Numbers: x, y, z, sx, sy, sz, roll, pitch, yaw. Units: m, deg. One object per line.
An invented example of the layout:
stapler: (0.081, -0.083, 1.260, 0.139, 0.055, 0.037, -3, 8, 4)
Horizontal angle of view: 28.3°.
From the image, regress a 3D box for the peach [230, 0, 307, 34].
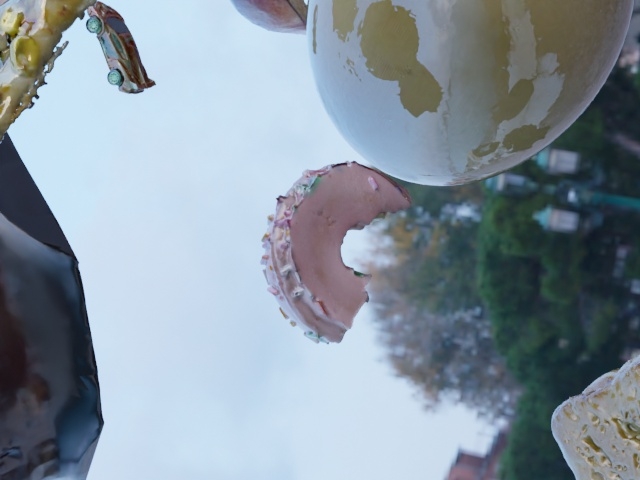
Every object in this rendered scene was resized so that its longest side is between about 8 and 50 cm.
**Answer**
peach: (-0.084, -0.328, 1.576, 0.279, 0.068, 0.189, 48, -163, -45)

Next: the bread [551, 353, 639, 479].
bread: (0.357, 0.272, 1.093, 0.109, 0.185, 0.380, -17, -104, -44)

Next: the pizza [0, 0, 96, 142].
pizza: (-0.174, -0.102, 0.688, 0.036, 0.185, 0.176, 40, -142, -26)

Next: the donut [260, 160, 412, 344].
donut: (0.000, 0.000, 1.082, 0.065, 0.117, 0.166, -23, 36, 56)

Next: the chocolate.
chocolate: (-0.397, 0.078, 0.984, 0.331, 0.384, 0.383, -15, -59, -31)

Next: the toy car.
toy car: (-0.242, -0.233, 1.525, 0.059, 0.035, 0.121, -28, -81, -65)

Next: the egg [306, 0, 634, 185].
egg: (0.136, -0.219, 1.212, 0.374, 0.301, 0.301, 114, 180, -53)
